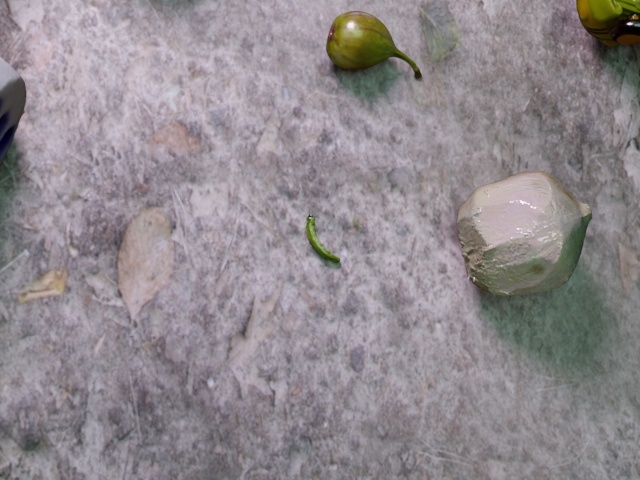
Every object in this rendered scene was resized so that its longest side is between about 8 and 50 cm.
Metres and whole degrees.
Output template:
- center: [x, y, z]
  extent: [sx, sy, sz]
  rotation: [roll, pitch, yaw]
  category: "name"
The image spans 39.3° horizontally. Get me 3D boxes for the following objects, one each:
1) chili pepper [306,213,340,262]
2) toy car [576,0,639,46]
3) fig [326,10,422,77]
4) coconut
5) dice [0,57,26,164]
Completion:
- center: [0.000, 0.000, 1.319]
  extent: [0.030, 0.017, 0.083]
  rotation: [-26, 87, -18]
  category: "chili pepper"
- center: [0.510, -0.391, 1.445]
  extent: [0.247, 0.142, 0.201]
  rotation: [14, 78, -22]
  category: "toy car"
- center: [0.081, -0.299, 1.370]
  extent: [0.166, 0.093, 0.093]
  rotation: [2, 79, -42]
  category: "fig"
- center: [0.303, -0.014, 1.315]
  extent: [0.194, 0.194, 0.195]
  rotation: [2, 81, -14]
  category: "coconut"
- center: [-0.524, -0.157, 1.090]
  extent: [0.251, 0.259, 0.243]
  rotation: [29, 77, -8]
  category: "dice"
